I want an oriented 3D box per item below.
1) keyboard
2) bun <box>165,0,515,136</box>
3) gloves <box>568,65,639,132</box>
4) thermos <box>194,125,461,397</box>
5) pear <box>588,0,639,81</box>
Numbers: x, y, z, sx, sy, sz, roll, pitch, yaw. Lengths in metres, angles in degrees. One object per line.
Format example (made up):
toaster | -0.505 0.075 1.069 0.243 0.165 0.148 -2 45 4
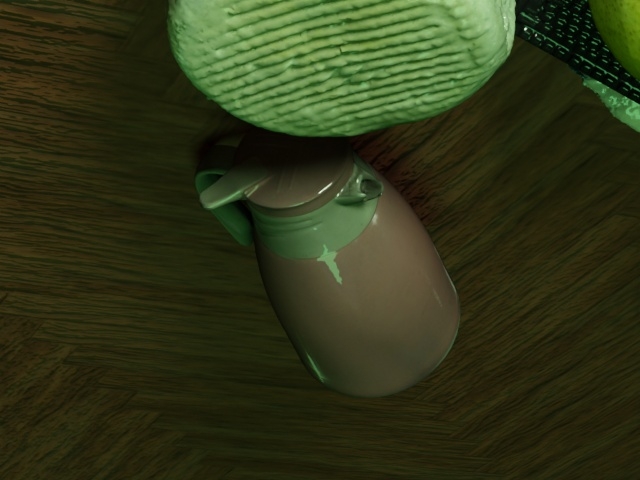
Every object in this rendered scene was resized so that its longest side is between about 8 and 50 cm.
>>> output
keyboard | 0.162 -0.142 1.124 0.204 0.013 0.061 28 139 -9
bun | 0.017 -0.152 1.063 0.221 0.108 0.221 4 151 2
gloves | 0.246 -0.122 1.191 0.114 0.070 0.153 -25 130 39
thermos | 0.000 0.000 1.361 0.176 0.146 0.265 11 153 27
pear | 0.244 -0.182 1.016 0.180 0.166 0.216 -1 130 18
